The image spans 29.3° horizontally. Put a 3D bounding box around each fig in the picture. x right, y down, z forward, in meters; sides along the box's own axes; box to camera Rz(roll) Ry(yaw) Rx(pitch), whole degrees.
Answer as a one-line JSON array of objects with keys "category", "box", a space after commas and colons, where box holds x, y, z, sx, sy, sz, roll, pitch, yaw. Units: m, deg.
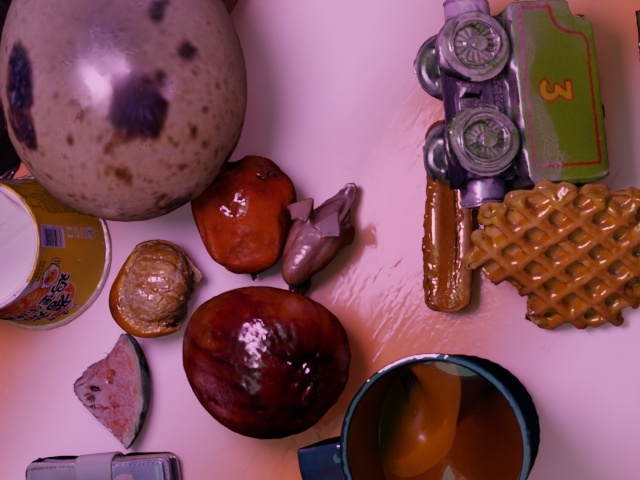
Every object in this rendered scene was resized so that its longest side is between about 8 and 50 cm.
[{"category": "fig", "box": [-0.088, 0.175, 1.801, 0.263, 0.224, 0.224, 13, 90, 16]}]

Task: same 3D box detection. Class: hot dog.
[{"category": "hot dog", "box": [0.188, -0.037, 1.813, 0.083, 0.068, 0.289, 3, 82, -8]}]

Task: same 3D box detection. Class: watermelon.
[{"category": "watermelon", "box": [-0.324, 0.231, 1.935, 0.139, 0.071, 0.187, 5, 96, 22]}]

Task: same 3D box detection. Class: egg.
[{"category": "egg", "box": [-0.278, -0.239, 1.713, 0.345, 0.345, 0.428, -7, 87, 14]}]

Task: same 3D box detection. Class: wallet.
[{"category": "wallet", "box": [-0.339, 0.420, 1.923, 0.250, 0.075, 0.176, -6, 91, 15]}]

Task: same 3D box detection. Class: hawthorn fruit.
[{"category": "hawthorn fruit", "box": [-0.110, -0.040, 1.842, 0.173, 0.173, 0.179, -15, 77, 14]}]

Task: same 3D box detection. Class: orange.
[{"category": "orange", "box": [-0.253, 0.077, 1.885, 0.134, 0.156, 0.156, 22, 93, -24]}]

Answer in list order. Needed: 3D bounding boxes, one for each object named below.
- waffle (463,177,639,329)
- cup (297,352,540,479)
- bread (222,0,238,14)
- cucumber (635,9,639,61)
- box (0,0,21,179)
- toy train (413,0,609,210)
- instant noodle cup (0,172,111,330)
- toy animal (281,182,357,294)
[{"category": "waffle", "box": [0.339, 0.026, 1.703, 0.291, 0.051, 0.291, 1, 127, 2]}, {"category": "cup", "box": [0.157, 0.292, 1.683, 0.308, 0.292, 0.242, -43, 77, 10]}, {"category": "bread", "box": [-0.218, -0.426, 1.916, 0.230, 0.123, 0.230, -1, 87, 12]}, {"category": "cucumber", "box": [0.504, -0.233, 1.748, 0.078, 0.062, 0.211, -7, 91, 48]}, {"category": "box", "box": [-0.568, -0.295, 1.934, 0.204, 0.251, 0.345, -33, 79, 11]}, {"category": "toy train", "box": [0.269, -0.200, 1.723, 0.249, 0.173, 0.307, -5, 85, -11]}, {"category": "instant noodle cup", "box": [-0.488, 0.016, 1.921, 0.264, 0.200, 0.264, -1, 88, 14]}, {"category": "toy animal", "box": [0.000, 0.000, 1.845, 0.089, 0.179, 0.188, 30, 57, 15]}]
